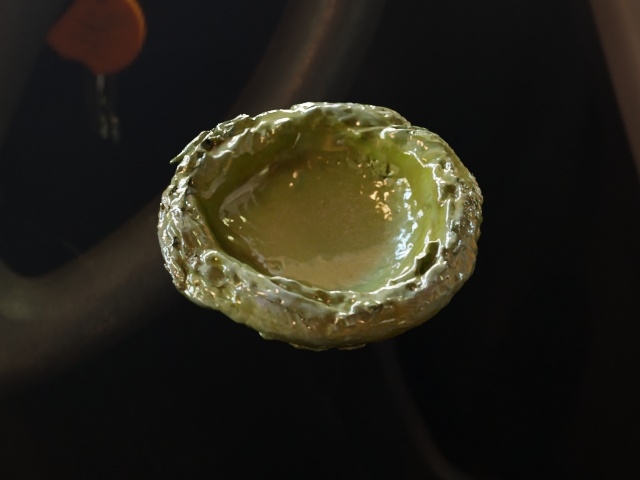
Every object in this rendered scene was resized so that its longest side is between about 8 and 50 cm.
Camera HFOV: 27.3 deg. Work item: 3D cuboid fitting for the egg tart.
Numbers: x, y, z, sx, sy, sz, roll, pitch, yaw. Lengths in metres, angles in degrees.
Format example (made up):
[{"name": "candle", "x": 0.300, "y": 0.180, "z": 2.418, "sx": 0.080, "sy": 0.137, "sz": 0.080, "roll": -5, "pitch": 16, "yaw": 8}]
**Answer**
[{"name": "egg tart", "x": 0.000, "y": 0.000, "z": 0.768, "sx": 0.197, "sy": 0.078, "sz": 0.197, "roll": -3, "pitch": 42, "yaw": 3}]
